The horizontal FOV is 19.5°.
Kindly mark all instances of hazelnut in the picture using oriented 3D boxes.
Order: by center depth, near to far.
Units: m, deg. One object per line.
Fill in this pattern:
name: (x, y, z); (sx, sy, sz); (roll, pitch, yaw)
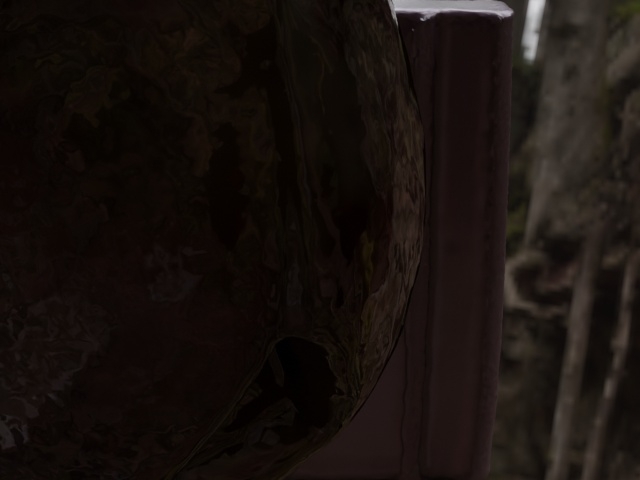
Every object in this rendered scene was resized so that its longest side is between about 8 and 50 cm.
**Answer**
hazelnut: (-0.120, -0.061, 0.972); (0.402, 0.429, 0.402); (-22, -9, -4)

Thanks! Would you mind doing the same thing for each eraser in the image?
eraser: (0.000, 0.000, 1.386); (0.272, 0.122, 0.359); (2, -77, -1)
